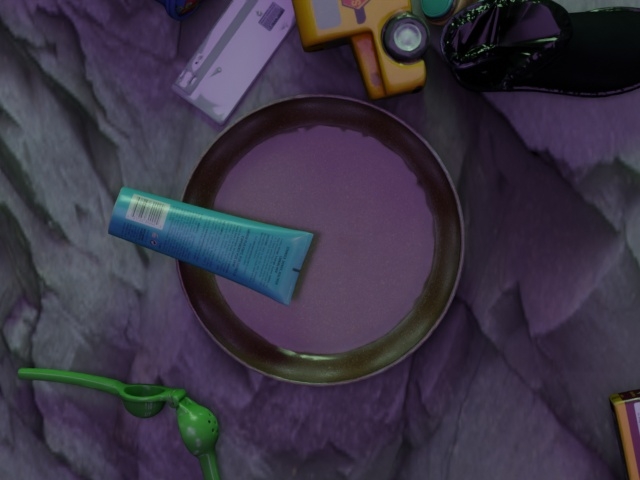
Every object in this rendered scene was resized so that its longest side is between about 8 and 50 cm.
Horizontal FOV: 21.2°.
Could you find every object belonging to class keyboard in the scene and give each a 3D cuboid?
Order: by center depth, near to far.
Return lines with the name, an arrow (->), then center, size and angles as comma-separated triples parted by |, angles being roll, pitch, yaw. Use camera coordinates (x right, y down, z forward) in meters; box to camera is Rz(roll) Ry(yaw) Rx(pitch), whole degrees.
keyboard -> -0.061, -0.248, 1.853 | 0.072, 0.014, 0.256 | 36, 94, -1

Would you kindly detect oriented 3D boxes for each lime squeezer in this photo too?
lime squeezer -> -0.179, 0.200, 1.856 | 0.310, 0.059, 0.110 | 38, 124, 2

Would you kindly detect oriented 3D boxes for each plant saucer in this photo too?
plant saucer -> 0.000, 0.000, 1.830 | 0.310, 0.050, 0.311 | 0, 90, 6

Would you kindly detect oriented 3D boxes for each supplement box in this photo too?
supplement box -> 0.404, 0.197, 1.778 | 0.188, 0.081, 0.104 | -11, 90, 5

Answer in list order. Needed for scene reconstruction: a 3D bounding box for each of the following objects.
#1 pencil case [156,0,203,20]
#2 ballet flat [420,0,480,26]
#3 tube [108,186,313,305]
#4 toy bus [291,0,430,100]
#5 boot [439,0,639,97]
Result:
pencil case -> -0.234, -0.364, 1.808 | 0.306, 0.133, 0.119 | 35, 61, 3
ballet flat -> 0.138, -0.340, 1.807 | 0.080, 0.073, 0.232 | 3, 93, 45
tube -> -0.118, -0.001, 1.796 | 0.207, 0.052, 0.080 | 18, 97, -1
toy bus -> 0.023, -0.308, 1.784 | 0.130, 0.108, 0.333 | -13, 92, 0
boot -> 0.245, -0.196, 1.726 | 0.246, 0.207, 0.094 | -3, 90, 5
